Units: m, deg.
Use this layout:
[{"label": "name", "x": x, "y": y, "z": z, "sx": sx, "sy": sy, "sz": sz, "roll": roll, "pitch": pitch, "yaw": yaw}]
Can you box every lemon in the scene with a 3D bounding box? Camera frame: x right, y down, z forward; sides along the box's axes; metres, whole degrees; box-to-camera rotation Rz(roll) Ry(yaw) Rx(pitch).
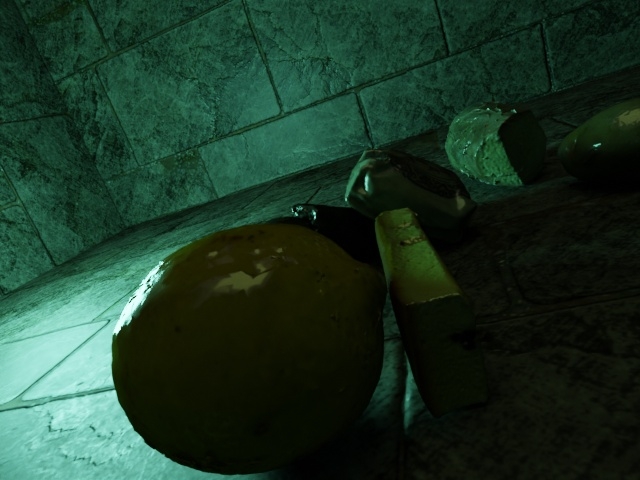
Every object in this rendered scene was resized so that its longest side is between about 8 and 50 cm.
[{"label": "lemon", "x": -0.069, "y": 0.107, "z": 0.476, "sx": 0.310, "sy": 0.258, "sz": 0.258, "roll": -22, "pitch": 15, "yaw": 17}]

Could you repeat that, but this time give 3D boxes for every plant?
[{"label": "plant", "x": 0.000, "y": 0.000, "z": 0.926, "sx": 0.256, "sy": 0.164, "sz": 0.142, "roll": -13, "pitch": 14, "yaw": -17}]

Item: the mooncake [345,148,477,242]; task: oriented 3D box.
[{"label": "mooncake", "x": 0.183, "y": -0.110, "z": 0.937, "sx": 0.250, "sy": 0.136, "sz": 0.254, "roll": 20, "pitch": 17, "yaw": -4}]

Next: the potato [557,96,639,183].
[{"label": "potato", "x": 0.582, "y": -0.188, "z": 0.857, "sx": 0.177, "sy": 0.160, "sz": 0.235, "roll": 14, "pitch": -16, "yaw": -26}]

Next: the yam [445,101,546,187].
[{"label": "yam", "x": 0.447, "y": -0.240, "z": 1.139, "sx": 0.201, "sy": 0.202, "sz": 0.271, "roll": -42, "pitch": 18, "yaw": 3}]

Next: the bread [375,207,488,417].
[{"label": "bread", "x": 0.131, "y": 0.060, "z": 0.599, "sx": 0.077, "sy": 0.138, "sz": 0.361, "roll": -16, "pitch": 17, "yaw": 8}]
